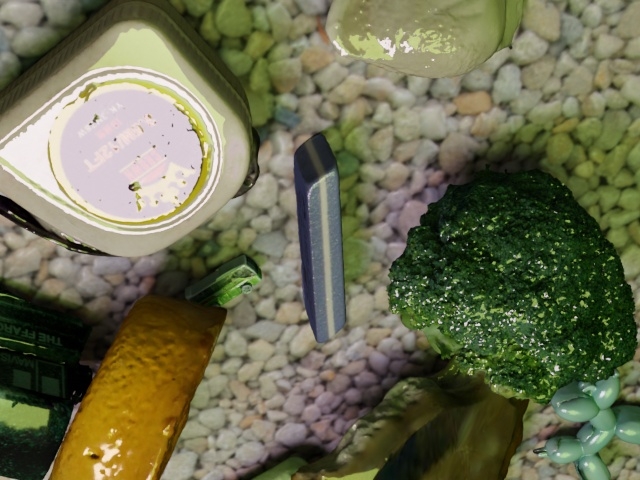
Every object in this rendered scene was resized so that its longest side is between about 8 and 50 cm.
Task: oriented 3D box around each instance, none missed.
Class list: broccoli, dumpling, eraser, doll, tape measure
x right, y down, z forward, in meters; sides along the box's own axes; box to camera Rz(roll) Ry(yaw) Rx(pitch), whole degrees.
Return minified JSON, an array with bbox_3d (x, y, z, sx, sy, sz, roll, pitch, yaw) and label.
[{"bbox_3d":[0.198,0.054,1.436,0.294,0.265,0.245,3,160,-21],"label":"broccoli"},{"bbox_3d":[0.106,-0.240,1.285,0.216,0.126,0.166,-2,107,-7],"label":"dumpling"},{"bbox_3d":[0.000,0.000,1.439,0.036,0.082,0.225,-9,124,-8],"label":"eraser"},{"bbox_3d":[0.340,0.226,1.669,0.158,0.059,0.159,26,116,-25],"label":"doll"},{"bbox_3d":[-0.201,-0.087,1.317,0.271,0.133,0.231,-35,115,13],"label":"tape measure"}]

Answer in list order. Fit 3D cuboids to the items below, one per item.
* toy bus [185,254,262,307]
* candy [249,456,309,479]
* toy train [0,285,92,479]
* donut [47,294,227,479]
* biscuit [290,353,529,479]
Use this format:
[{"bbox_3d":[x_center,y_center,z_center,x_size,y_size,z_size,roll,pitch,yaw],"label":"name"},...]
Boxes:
[{"bbox_3d":[-0.106,0.049,1.481,0.083,0.031,0.037,-32,116,11],"label":"toy bus"},{"bbox_3d":[-0.124,0.394,1.652,0.343,0.132,0.142,-31,166,11],"label":"candy"},{"bbox_3d":[-0.392,0.133,1.387,0.330,0.178,0.138,17,118,-22],"label":"toy train"},{"bbox_3d":[-0.198,0.190,1.416,0.110,0.303,0.303,23,117,-2],"label":"donut"},{"bbox_3d":[0.130,0.243,1.568,0.329,0.078,0.335,33,90,-47],"label":"biscuit"}]
